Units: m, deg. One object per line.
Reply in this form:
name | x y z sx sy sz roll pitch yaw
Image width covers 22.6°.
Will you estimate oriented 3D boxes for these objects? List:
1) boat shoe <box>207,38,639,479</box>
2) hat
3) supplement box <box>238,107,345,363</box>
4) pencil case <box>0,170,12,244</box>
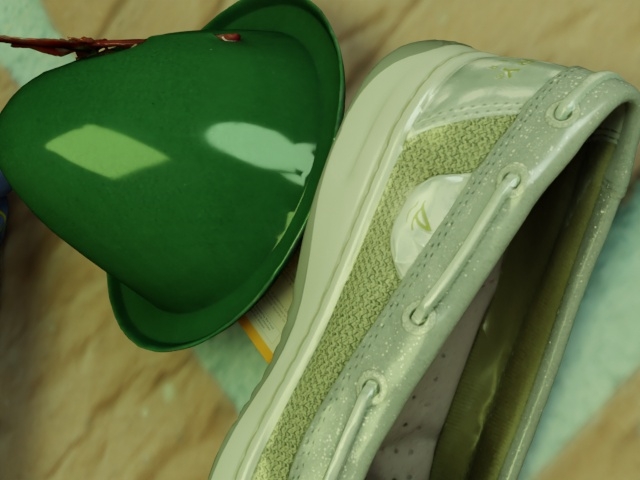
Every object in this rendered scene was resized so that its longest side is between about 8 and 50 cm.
boat shoe | 0.038 0.082 0.615 0.103 0.118 0.320 15 86 44
hat | -0.123 -0.057 0.692 0.208 0.184 0.173 -21 55 48
supplement box | 0.000 0.000 0.704 0.098 0.036 0.062 -52 55 22
pencil case | -0.218 0.085 0.814 0.133 0.119 0.306 -2 83 55
